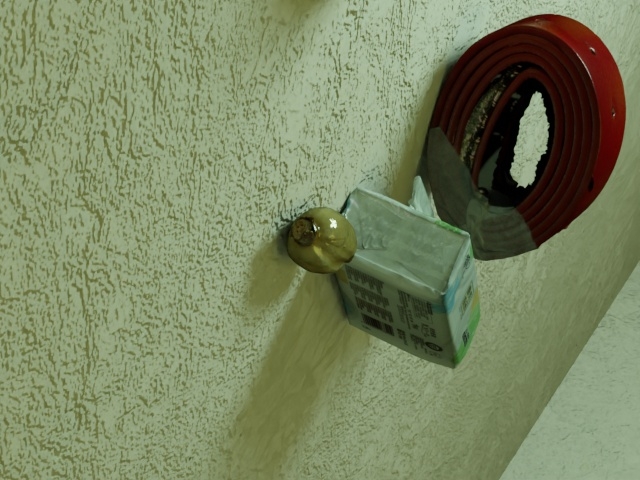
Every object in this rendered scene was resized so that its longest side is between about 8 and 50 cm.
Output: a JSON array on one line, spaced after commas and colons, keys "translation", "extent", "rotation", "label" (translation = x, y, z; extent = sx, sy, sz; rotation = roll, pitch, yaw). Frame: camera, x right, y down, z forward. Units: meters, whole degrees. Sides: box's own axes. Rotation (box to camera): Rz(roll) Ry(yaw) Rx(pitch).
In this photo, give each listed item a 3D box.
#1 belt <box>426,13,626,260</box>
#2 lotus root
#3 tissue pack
[{"translation": [0.257, -0.121, 1.859], "extent": [0.115, 0.227, 0.324], "rotation": [-29, 137, -56], "label": "belt"}, {"translation": [0.000, 0.000, 1.582], "extent": [0.073, 0.062, 0.150], "rotation": [-44, 160, 6], "label": "lotus root"}, {"translation": [0.116, 0.030, 1.767], "extent": [0.145, 0.159, 0.229], "rotation": [-60, 159, -19], "label": "tissue pack"}]
